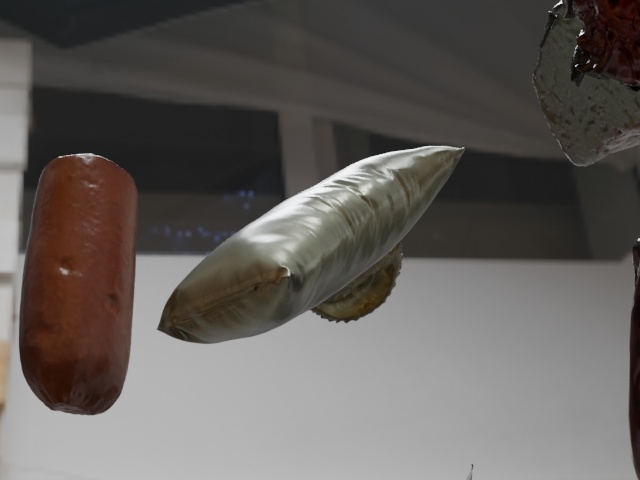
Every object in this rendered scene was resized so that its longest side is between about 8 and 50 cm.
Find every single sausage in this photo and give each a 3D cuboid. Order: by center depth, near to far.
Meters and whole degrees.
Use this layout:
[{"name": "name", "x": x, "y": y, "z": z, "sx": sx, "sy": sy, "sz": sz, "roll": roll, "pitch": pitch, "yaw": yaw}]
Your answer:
[{"name": "sausage", "x": -0.234, "y": 0.046, "z": 1.299, "sx": 0.113, "sy": 0.113, "sz": 0.259, "roll": 106, "pitch": -14, "yaw": -59}]

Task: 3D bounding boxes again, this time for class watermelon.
[{"name": "watermelon", "x": 0.334, "y": -0.193, "z": 1.415, "sx": 0.258, "sy": 0.228, "sz": 0.387, "roll": -56, "pitch": -179, "yaw": 25}]

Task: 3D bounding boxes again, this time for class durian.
[{"name": "durian", "x": 0.022, "y": 0.036, "z": 1.858, "sx": 0.091, "sy": 0.188, "sz": 0.148, "roll": 44, "pitch": -23, "yaw": 49}]

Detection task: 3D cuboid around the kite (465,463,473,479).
[{"name": "kite", "x": 0.063, "y": 0.288, "z": 0.908, "sx": 0.310, "sy": 0.015, "sz": 0.169, "roll": -64, "pitch": 172, "yaw": -62}]

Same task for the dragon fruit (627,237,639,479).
[{"name": "dragon fruit", "x": 0.365, "y": 0.129, "z": 1.191, "sx": 0.240, "sy": 0.302, "sz": 0.330, "roll": 25, "pitch": 41, "yaw": -56}]

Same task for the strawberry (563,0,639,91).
[{"name": "strawberry", "x": 0.212, "y": -0.126, "z": 0.689, "sx": 0.085, "sy": 0.192, "sz": 0.140, "roll": 16, "pitch": 99, "yaw": -58}]

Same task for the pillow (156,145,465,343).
[{"name": "pillow", "x": 0.001, "y": -0.001, "z": 0.998, "sx": 0.144, "sy": 0.254, "sz": 0.078, "roll": -35, "pitch": -91, "yaw": 42}]
